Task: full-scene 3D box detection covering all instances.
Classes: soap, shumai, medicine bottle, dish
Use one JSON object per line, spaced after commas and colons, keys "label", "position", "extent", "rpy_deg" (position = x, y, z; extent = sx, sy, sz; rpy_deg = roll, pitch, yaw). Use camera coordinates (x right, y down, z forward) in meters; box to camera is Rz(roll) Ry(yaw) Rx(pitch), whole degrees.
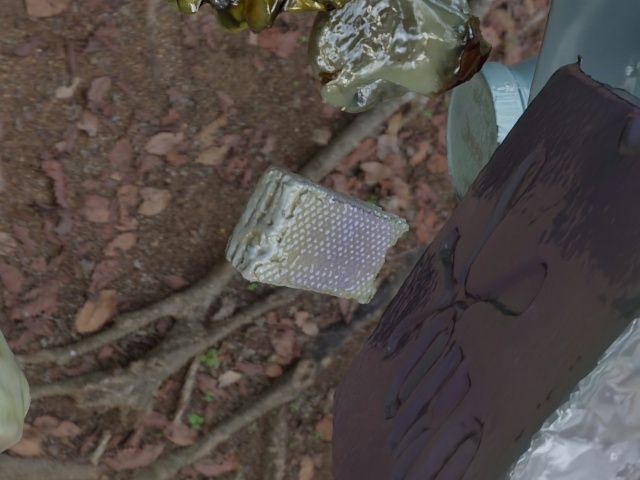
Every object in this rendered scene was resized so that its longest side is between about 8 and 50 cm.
{"label": "soap", "position": [0.117, 0.066, 0.508], "extent": [0.107, 0.296, 0.285], "rpy_deg": [31, 106, -10]}
{"label": "shumai", "position": [0.086, -0.191, 0.892], "extent": [0.201, 0.120, 0.201], "rpy_deg": [-41, 148, -33]}
{"label": "medicine bottle", "position": [0.333, -0.142, 1.292], "extent": [0.290, 0.245, 0.245], "rpy_deg": [-5, 102, -13]}
{"label": "dish", "position": [0.268, -0.185, 0.736], "extent": [0.182, 0.080, 0.243], "rpy_deg": [-8, 120, -29]}

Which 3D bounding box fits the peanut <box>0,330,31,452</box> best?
{"label": "peanut", "position": [-0.232, 0.029, 0.312], "extent": [0.130, 0.290, 0.130], "rpy_deg": [16, 90, -79]}

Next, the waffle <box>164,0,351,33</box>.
{"label": "waffle", "position": [-0.045, -0.352, 0.709], "extent": [0.382, 0.379, 0.095], "rpy_deg": [59, 28, -25]}

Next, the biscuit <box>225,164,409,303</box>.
{"label": "biscuit", "position": [0.000, 0.000, 0.987], "extent": [0.239, 0.062, 0.108], "rpy_deg": [17, 102, -57]}
